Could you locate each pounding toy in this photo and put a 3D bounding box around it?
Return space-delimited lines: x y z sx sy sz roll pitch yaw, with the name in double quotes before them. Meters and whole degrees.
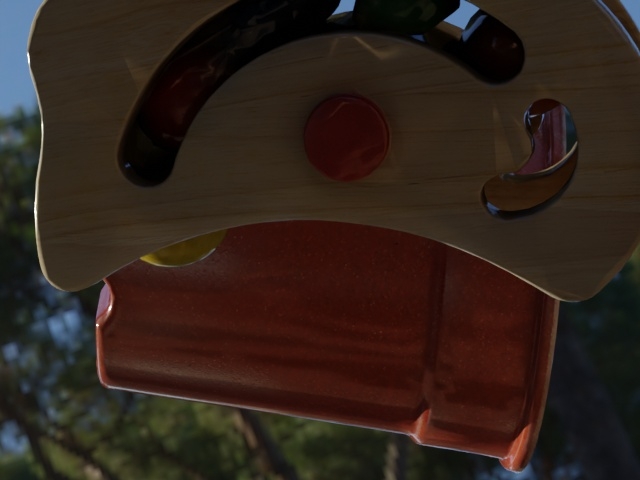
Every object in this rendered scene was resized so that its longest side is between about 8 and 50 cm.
"pounding toy" 0.038 -0.058 0.695 0.269 0.154 0.155 -18 10 13

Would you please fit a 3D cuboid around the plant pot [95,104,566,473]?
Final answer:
"plant pot" 0.000 0.000 1.222 0.265 0.272 0.272 4 -24 -2
